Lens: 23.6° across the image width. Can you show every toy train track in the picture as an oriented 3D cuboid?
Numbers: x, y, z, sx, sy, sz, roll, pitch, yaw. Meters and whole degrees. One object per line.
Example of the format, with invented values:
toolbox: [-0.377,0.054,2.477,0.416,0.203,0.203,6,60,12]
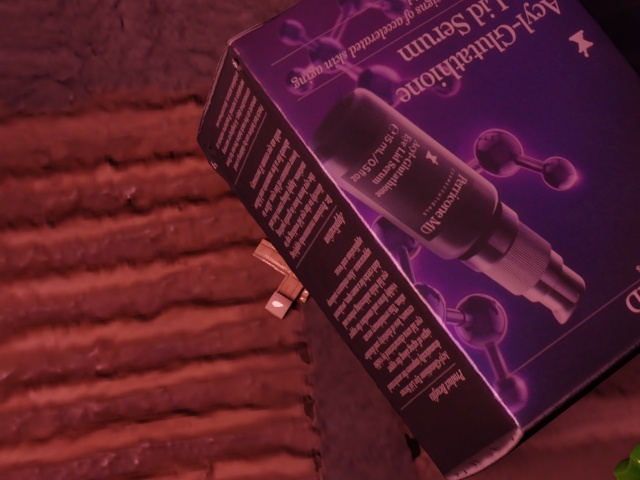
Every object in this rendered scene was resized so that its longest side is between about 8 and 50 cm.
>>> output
toy train track: [0.000,0.000,0.729,0.048,0.014,0.083,32,73,3]

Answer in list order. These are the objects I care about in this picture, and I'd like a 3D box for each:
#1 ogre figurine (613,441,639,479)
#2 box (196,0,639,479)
ogre figurine: [0.181,0.119,0.663,0.097,0.118,0.197,24,75,-4]
box: [0.067,-0.023,0.687,0.153,0.108,0.207,-35,81,-21]
